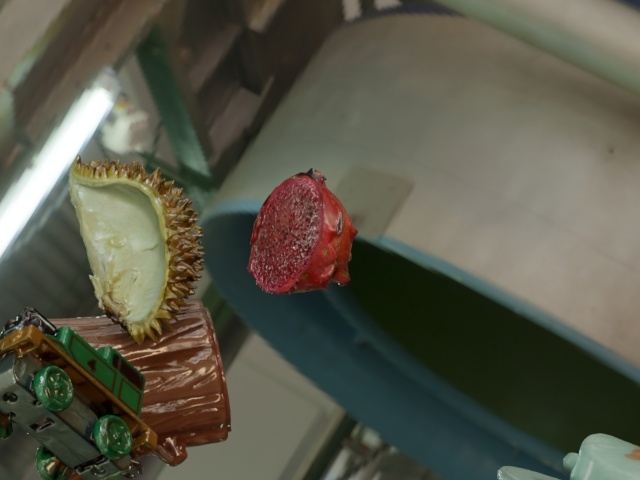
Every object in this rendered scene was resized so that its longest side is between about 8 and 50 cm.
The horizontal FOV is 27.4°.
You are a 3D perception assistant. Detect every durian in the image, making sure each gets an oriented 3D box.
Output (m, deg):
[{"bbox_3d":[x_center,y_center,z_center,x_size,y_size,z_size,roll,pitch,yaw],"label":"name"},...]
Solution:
[{"bbox_3d":[-0.204,-0.001,1.512,0.139,0.252,0.144,-19,-11,12],"label":"durian"}]

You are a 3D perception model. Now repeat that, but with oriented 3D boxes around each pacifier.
[{"bbox_3d":[0.340,0.362,1.440,0.288,0.343,0.269,18,-88,-38],"label":"pacifier"}]

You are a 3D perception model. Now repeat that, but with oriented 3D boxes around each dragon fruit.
[{"bbox_3d":[0.000,0.000,1.539,0.111,0.153,0.153,18,-78,-38],"label":"dragon fruit"}]

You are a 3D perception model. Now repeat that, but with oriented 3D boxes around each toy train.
[{"bbox_3d":[-0.242,0.144,1.249,0.091,0.227,0.136,-27,33,24],"label":"toy train"}]

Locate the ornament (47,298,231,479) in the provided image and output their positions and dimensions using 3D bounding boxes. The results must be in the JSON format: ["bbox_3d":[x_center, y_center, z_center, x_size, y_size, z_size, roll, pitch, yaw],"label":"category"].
[{"bbox_3d":[-0.226,0.177,1.566,0.218,0.221,0.235,-10,-34,-10],"label":"ornament"}]
